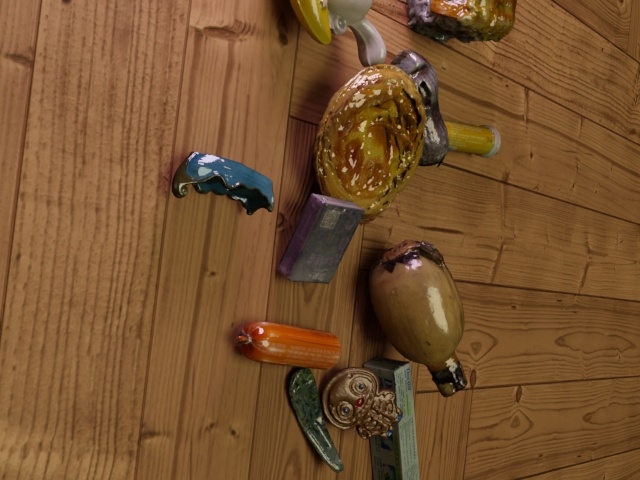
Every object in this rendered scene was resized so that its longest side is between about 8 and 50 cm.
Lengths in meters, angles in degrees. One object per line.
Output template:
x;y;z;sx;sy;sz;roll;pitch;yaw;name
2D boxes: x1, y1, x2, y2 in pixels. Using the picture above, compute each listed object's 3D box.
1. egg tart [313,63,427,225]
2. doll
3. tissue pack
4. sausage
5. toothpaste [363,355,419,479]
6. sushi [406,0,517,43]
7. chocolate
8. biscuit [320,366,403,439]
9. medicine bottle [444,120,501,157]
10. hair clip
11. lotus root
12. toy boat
0.077;-0.177;1.596;0.297;0.132;0.297;-21;122;-38;egg tart
0.018;-0.435;1.502;0.252;0.111;0.237;13;68;-49;doll
0.000;0.000;1.524;0.112;0.051;0.156;7;113;-49;tissue pack
-0.061;0.179;1.495;0.234;0.071;0.071;16;82;-50;sausage
0.147;0.404;1.760;0.067;0.081;0.337;-19;108;-48;toothpaste
0.295;-0.476;1.778;0.274;0.184;0.140;0;98;-55;sushi
0.190;-0.257;1.731;0.110;0.110;0.248;-37;124;-42;chocolate
0.080;0.309;1.651;0.175;0.026;0.124;33;86;-20;biscuit
0.308;-0.223;1.901;0.218;0.074;0.074;-1;94;-49;medicine bottle
-0.009;0.330;1.599;0.066;0.036;0.229;-41;118;-44;hair clip
0.202;0.153;1.702;0.182;0.182;0.310;-29;97;-45;lotus root
-0.151;-0.079;1.354;0.185;0.075;0.077;24;67;-46;toy boat
